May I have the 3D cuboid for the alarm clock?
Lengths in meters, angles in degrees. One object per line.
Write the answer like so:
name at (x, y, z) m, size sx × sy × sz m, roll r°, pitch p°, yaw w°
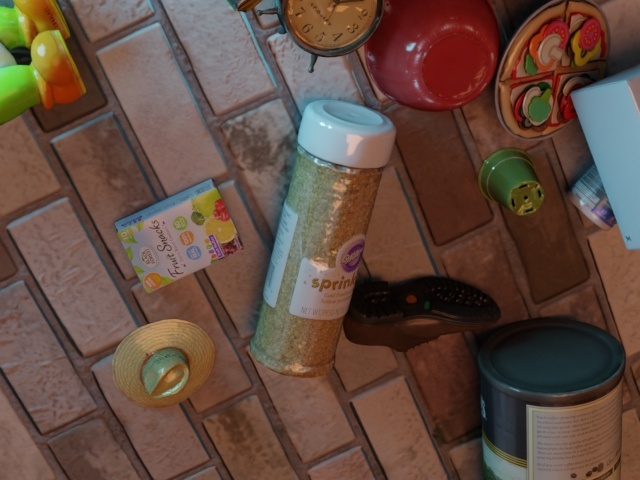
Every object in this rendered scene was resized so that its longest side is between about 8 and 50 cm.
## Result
alarm clock at (0.025, -0.307, 1.805) m, size 0.192 × 0.064 × 0.129 m, roll -39°, pitch 118°, yaw 8°

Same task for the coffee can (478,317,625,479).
coffee can at (0.327, 0.278, 2.087) m, size 0.201 × 0.201 × 0.275 m, roll -10°, pitch 117°, yaw -10°

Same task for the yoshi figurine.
yoshi figurine at (-0.467, -0.193, 1.673) m, size 0.362 × 0.203 × 0.203 m, roll -22°, pitch 103°, yaw -1°

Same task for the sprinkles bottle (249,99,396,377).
sprinkles bottle at (0.000, 0.000, 1.915) m, size 0.121 × 0.121 × 0.355 m, roll 7°, pitch 114°, yaw -17°

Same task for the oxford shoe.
oxford shoe at (0.137, 0.107, 2.036) m, size 0.227 × 0.083 × 0.096 m, roll 1°, pitch 134°, yaw -15°

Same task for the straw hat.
straw hat at (-0.207, 0.179, 1.980) m, size 0.144 × 0.061 × 0.144 m, roll -6°, pitch 117°, yaw -12°

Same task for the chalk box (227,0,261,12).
chalk box at (-0.104, -0.383, 1.681) m, size 0.132 × 0.132 × 0.213 m, roll -35°, pitch 95°, yaw 6°

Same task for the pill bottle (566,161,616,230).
pill bottle at (0.407, -0.087, 2.002) m, size 0.078 × 0.078 × 0.137 m, roll 35°, pitch 103°, yaw -26°

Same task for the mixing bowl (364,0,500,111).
mixing bowl at (0.153, -0.234, 1.855) m, size 0.181 × 0.098 × 0.181 m, roll -5°, pitch 116°, yaw -11°

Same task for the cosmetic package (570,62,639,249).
cosmetic package at (0.478, -0.132, 1.895) m, size 0.224 × 0.138 × 0.224 m, roll -25°, pitch 97°, yaw -20°

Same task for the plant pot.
plant pot at (0.263, -0.072, 1.971) m, size 0.083 × 0.079 × 0.083 m, roll -6°, pitch 116°, yaw -13°

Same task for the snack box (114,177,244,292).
snack box at (-0.182, -0.006, 1.911) m, size 0.141 × 0.037 × 0.100 m, roll -24°, pitch 118°, yaw -2°

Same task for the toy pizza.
toy pizza at (0.306, -0.217, 1.898) m, size 0.201 × 0.032 × 0.201 m, roll -21°, pitch 128°, yaw -29°
